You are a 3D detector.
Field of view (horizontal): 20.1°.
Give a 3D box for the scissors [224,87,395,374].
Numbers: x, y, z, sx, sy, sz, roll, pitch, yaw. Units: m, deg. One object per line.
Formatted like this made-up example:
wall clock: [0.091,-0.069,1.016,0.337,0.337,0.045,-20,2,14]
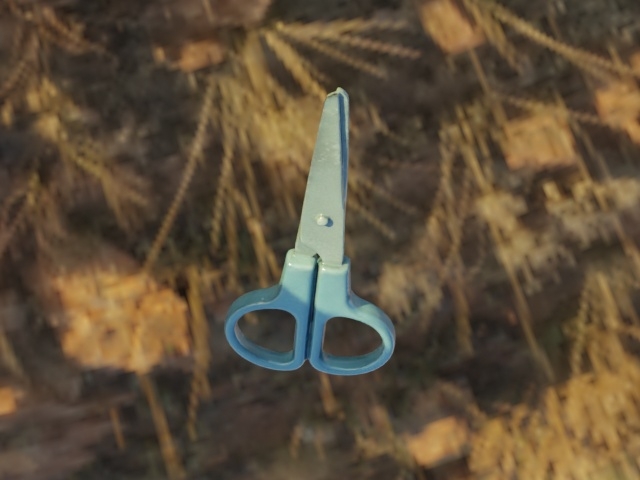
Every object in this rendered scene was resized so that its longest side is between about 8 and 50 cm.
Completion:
scissors: [0.000,0.000,1.901,0.192,0.029,0.447,7,139,1]
